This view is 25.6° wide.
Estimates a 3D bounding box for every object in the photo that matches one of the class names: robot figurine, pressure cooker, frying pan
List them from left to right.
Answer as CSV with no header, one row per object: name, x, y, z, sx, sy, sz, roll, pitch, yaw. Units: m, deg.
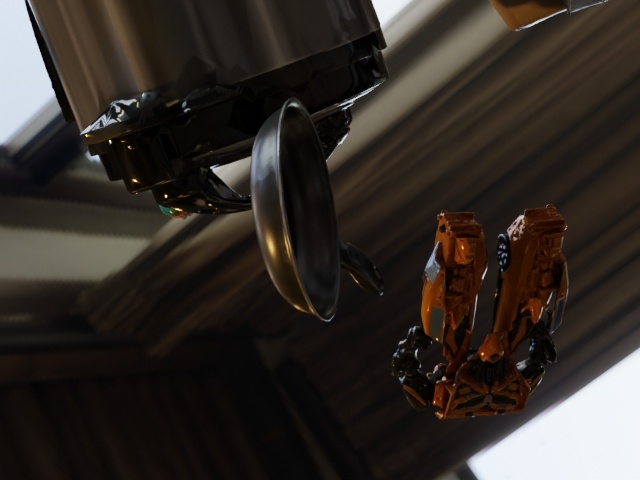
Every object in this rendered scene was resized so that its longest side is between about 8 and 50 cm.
pressure cooker,-0.125,-0.239,1.563,0.375,0.370,0.420,-156,44,-78
frying pan,-0.005,-0.029,1.292,0.326,0.053,0.197,-16,-83,-78
robot figurine,0.196,0.098,1.665,0.211,0.291,0.085,-4,-149,-14

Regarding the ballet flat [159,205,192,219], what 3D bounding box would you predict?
ballet flat,-0.199,-0.147,1.850,0.077,0.091,0.240,-21,-77,-39

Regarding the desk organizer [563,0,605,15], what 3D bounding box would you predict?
desk organizer,0.290,-0.300,1.545,0.130,0.050,0.047,59,-167,-74

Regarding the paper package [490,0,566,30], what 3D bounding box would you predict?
paper package,0.263,-0.468,1.718,0.325,0.168,0.309,54,-135,-17
